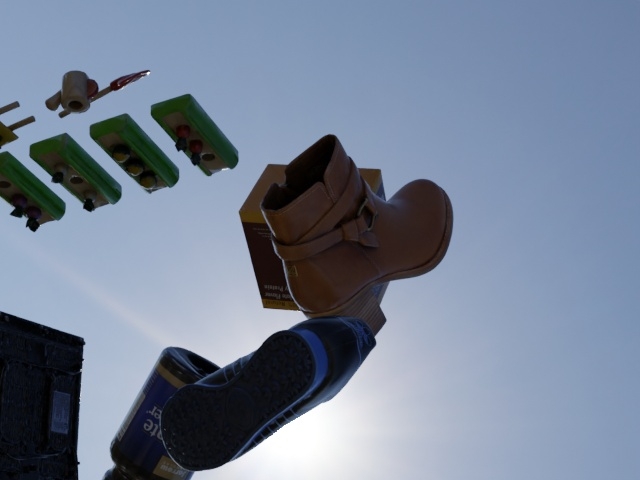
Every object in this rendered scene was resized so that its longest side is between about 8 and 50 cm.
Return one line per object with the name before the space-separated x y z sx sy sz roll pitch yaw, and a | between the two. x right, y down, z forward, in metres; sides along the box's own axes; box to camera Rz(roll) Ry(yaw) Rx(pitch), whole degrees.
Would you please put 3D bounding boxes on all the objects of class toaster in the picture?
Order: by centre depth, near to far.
toaster | -0.315 0.169 1.202 0.110 0.168 0.186 -6 -106 23

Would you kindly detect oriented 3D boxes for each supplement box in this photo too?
supplement box | 0.000 0.000 1.905 0.191 0.129 0.194 4 -51 21

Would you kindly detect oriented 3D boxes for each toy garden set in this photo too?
toy garden set | -0.232 -0.086 1.190 0.244 0.049 0.204 -15 -33 17

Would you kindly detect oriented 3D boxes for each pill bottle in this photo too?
pill bottle | -0.211 0.265 1.684 0.123 0.123 0.219 33 -83 31

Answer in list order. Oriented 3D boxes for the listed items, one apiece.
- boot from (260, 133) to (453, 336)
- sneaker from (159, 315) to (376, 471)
boot | 0.042 -0.037 1.423 0.109 0.283 0.220 8 -44 42
sneaker | -0.046 0.132 1.060 0.232 0.090 0.081 -34 -106 42
